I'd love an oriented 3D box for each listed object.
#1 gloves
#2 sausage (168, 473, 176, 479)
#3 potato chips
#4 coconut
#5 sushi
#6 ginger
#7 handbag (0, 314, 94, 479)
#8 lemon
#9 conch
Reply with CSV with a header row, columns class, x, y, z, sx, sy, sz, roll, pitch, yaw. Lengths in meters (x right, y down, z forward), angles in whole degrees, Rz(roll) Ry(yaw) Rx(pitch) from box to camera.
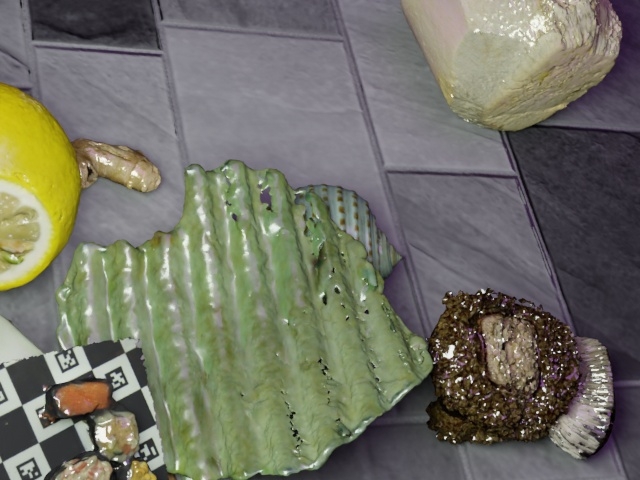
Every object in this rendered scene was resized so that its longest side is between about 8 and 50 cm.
class,x,y,z,sx,sy,sz,roll,pitch,yaw
gloves,0.240,0.171,1.617,0.312,0.135,0.210,29,68,-30
sausage,-0.184,0.244,1.452,0.026,0.026,0.116,-7,61,-28
potato chips,-0.088,0.101,1.461,0.373,0.097,0.389,-33,66,-16
coconut,0.277,-0.353,1.918,0.297,0.297,0.309,-12,65,-30
sushi,-0.231,0.246,1.322,0.192,0.043,0.279,-8,88,-34
ginger,-0.342,-0.106,1.608,0.288,0.075,0.089,10,58,-22
handbag,-0.385,0.235,1.320,0.241,0.109,0.315,41,54,6
lemon,-0.393,-0.076,1.454,0.240,0.240,0.219,6,40,-20
conch,0.006,-0.005,1.645,0.200,0.131,0.172,17,52,-13
